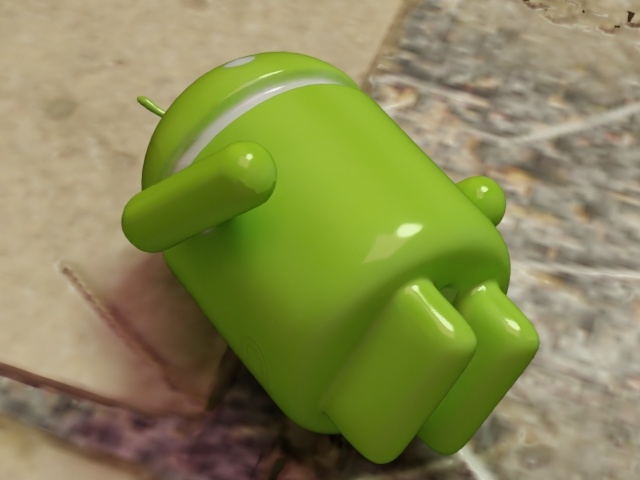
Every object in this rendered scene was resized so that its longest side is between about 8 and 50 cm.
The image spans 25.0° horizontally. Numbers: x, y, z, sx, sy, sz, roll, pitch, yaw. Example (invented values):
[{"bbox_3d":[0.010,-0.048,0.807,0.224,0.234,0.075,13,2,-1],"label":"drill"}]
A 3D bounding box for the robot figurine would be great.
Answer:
[{"bbox_3d":[0.000,0.000,0.353,0.101,0.067,0.115,1,39,-46],"label":"robot figurine"}]
